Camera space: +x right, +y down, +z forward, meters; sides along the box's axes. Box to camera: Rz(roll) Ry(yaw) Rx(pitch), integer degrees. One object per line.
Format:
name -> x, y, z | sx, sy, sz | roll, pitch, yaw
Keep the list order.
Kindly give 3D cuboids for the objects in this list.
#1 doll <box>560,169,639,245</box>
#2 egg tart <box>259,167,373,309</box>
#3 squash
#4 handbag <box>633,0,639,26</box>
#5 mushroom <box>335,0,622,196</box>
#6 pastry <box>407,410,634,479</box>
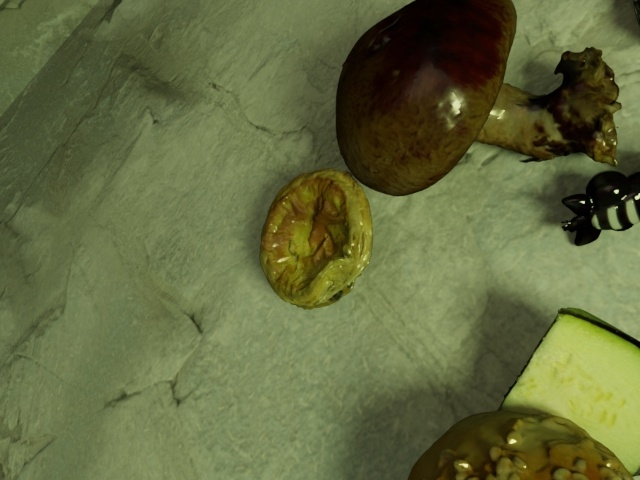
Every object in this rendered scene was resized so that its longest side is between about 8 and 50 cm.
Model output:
doll -> 0.414, -0.060, 0.666 | 0.219, 0.091, 0.067 | -21, 36, 24
egg tart -> 0.000, 0.000, 0.881 | 0.241, 0.106, 0.241 | -13, 70, 37
squash -> 0.327, 0.178, 0.622 | 0.184, 0.085, 0.192 | 28, 118, 15
handbag -> 0.524, -0.361, 0.743 | 0.151, 0.072, 0.193 | -13, 64, 27
mushroom -> 0.208, -0.220, 0.811 | 0.334, 0.356, 0.331 | 138, 136, -59
pastry -> 0.200, 0.342, 0.535 | 0.284, 0.184, 0.315 | -4, 79, 30
